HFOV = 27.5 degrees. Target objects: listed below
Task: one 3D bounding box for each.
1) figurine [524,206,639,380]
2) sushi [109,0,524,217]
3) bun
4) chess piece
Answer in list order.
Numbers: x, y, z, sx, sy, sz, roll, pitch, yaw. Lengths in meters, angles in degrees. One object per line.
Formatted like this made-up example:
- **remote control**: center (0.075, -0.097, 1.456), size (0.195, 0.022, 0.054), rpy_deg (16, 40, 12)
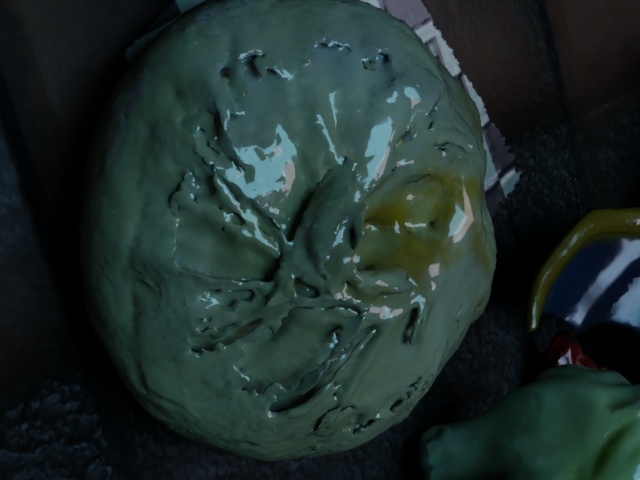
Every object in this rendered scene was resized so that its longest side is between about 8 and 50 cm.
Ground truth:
- **figurine**: center (0.363, 0.055, 1.051), size (0.401, 0.268, 0.387), rpy_deg (39, 65, -30)
- **sushi**: center (0.007, -0.082, 0.855), size (0.192, 0.043, 0.279), rpy_deg (-48, 122, -13)
- **bun**: center (0.000, 0.000, 0.758), size (0.287, 0.146, 0.287), rpy_deg (-10, 110, -30)
- **chess piece**: center (0.128, 0.217, 0.867), size (0.176, 0.176, 0.298), rpy_deg (39, 58, -35)
